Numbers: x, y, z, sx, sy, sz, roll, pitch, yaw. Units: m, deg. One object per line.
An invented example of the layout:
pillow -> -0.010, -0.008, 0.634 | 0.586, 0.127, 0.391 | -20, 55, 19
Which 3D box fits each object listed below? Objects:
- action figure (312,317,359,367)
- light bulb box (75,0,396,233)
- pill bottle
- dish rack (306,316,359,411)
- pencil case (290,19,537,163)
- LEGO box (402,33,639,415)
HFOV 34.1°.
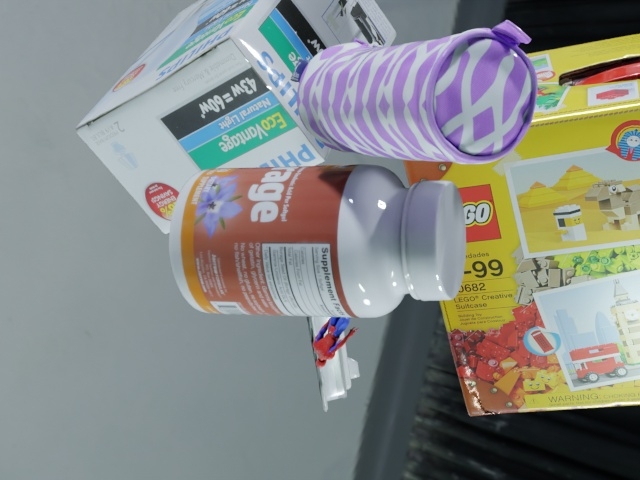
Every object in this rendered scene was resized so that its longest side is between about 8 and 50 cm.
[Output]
action figure -> 0.020, 0.101, 1.220 | 0.030, 0.038, 0.115 | -1, 122, -51
light bulb box -> -0.123, -0.247, 1.620 | 0.225, 0.358, 0.361 | 51, 41, -21
pill bottle -> 0.000, 0.000, 0.830 | 0.121, 0.216, 0.121 | 0, 90, -69
dish rack -> 0.005, 0.085, 1.750 | 0.072, 0.285, 0.333 | -10, 125, -1
pencil case -> 0.059, -0.099, 0.709 | 0.086, 0.206, 0.088 | 34, 83, -27
LEGO box -> 0.379, -0.023, 1.139 | 0.193, 0.500, 0.373 | -68, 146, -56
